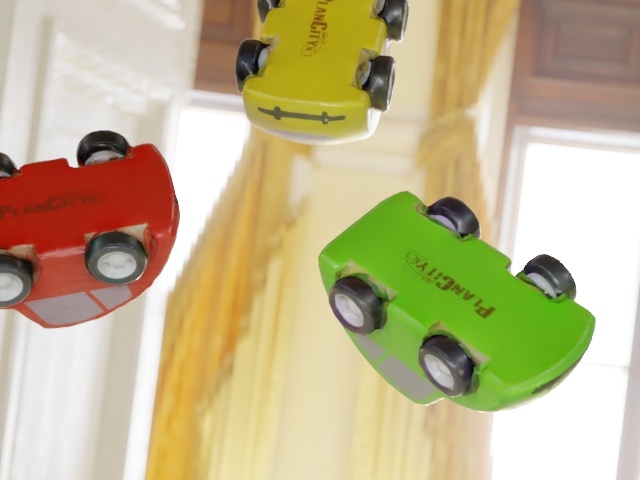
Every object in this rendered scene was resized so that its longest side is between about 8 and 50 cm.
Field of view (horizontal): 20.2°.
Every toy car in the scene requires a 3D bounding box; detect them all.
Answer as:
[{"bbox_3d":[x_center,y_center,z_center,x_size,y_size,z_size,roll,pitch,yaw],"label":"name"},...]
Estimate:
[{"bbox_3d":[0.000,0.000,0.660,0.225,0.053,0.239,35,-123,29],"label":"toy car"}]
